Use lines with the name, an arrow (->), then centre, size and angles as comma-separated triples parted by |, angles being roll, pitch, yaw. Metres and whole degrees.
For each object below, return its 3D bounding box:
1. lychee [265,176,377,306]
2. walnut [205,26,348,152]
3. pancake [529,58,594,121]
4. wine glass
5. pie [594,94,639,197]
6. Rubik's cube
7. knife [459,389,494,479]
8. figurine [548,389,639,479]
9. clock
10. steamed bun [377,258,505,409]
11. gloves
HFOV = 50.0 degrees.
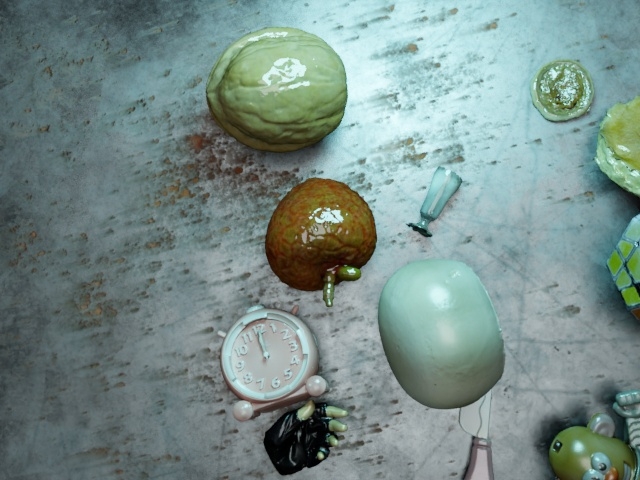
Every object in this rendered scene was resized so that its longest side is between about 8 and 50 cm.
lychee -> 0.000, 0.000, 1.508 | 0.255, 0.255, 0.300 | -19, 46, 3
walnut -> -0.098, -0.329, 1.520 | 0.312, 0.252, 0.277 | -8, 41, -17
pancake -> 0.566, -0.351, 1.601 | 0.151, 0.025, 0.152 | 0, 84, 5
wine glass -> 0.263, -0.088, 1.585 | 0.072, 0.072, 0.155 | 28, 88, 6
pie -> 0.767, -0.211, 1.481 | 0.339, 0.083, 0.340 | -6, 50, 8
Rubik's cube -> 0.769, 0.060, 1.436 | 0.264, 0.319, 0.319 | 40, 90, 32
knife -> 0.358, 0.422, 1.565 | 0.081, 0.043, 0.336 | 2, 80, 11
figurine -> 0.622, 0.497, 1.461 | 0.284, 0.167, 0.343 | 29, 67, -1
clock -> -0.115, 0.266, 1.563 | 0.227, 0.142, 0.241 | -20, 75, 0
steamed bun -> 0.234, 0.198, 1.437 | 0.206, 0.324, 0.325 | -16, 85, -7
gloves -> -0.025, 0.436, 1.542 | 0.203, 0.124, 0.164 | -27, 115, -1
